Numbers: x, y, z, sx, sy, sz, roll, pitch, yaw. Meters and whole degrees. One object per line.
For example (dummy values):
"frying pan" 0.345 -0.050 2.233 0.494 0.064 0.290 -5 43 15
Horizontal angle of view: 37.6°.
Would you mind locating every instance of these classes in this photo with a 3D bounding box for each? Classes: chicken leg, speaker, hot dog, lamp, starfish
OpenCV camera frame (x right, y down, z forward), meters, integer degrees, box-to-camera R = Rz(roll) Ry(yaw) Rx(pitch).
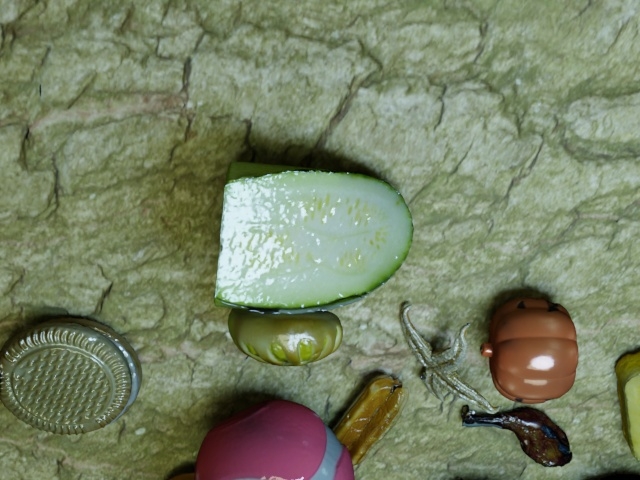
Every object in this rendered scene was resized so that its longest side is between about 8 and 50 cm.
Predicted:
"chicken leg" 0.392 0.371 1.829 0.253 0.051 0.106 28 119 -15
"speaker" -0.078 0.438 1.708 0.295 0.294 0.294 -2 119 -3
"hot dog" 0.084 0.346 1.786 0.092 0.062 0.235 35 118 -4
"lamp" 0.363 0.193 1.651 0.164 0.187 0.187 1 119 2
"starfish" 0.227 0.222 1.705 0.138 0.050 0.247 -1 129 37

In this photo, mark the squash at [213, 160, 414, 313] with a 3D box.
"squash" 0.000 0.000 1.501 0.309 0.210 0.233 7 101 -1

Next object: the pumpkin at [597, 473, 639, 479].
"pumpkin" 0.604 0.599 1.856 0.248 0.248 0.248 -2 119 -3

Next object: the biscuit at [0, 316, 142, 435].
"biscuit" -0.451 0.246 1.685 0.259 0.079 0.259 -1 120 -3

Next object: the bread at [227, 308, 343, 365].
"bread" -0.061 0.158 1.590 0.214 0.213 0.104 3 89 -5

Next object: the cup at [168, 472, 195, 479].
"cup" -0.263 0.584 1.795 0.226 0.264 0.182 -1 128 10

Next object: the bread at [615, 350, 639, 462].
"bread" 0.623 0.319 1.791 0.102 0.094 0.245 -11 119 13

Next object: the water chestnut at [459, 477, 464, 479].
"water chestnut" 0.328 0.624 1.839 0.300 0.300 0.299 -2 119 -3
